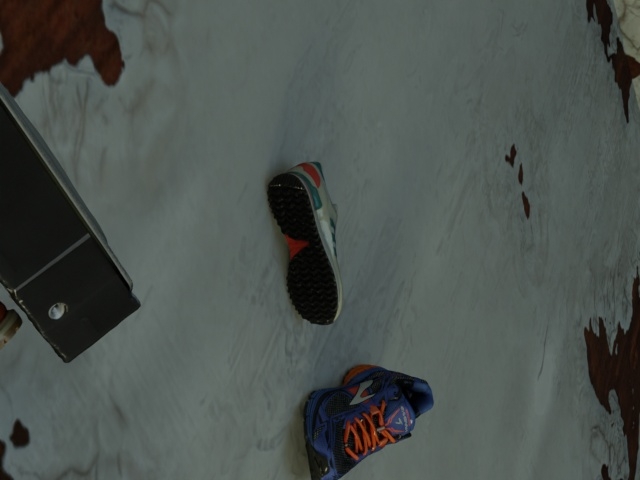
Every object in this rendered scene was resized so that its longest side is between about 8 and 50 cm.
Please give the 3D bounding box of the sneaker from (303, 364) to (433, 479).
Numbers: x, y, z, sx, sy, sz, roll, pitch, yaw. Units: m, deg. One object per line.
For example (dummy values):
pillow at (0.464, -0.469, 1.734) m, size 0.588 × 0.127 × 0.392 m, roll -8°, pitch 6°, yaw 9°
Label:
sneaker at (0.047, 0.176, 1.530) m, size 0.221 × 0.087 × 0.083 m, roll -39°, pitch 122°, yaw -60°

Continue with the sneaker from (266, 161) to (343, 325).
sneaker at (0.000, 0.000, 1.478) m, size 0.075 × 0.057 × 0.161 m, roll -40°, pitch 121°, yaw -52°

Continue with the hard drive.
hard drive at (-0.234, -0.109, 0.803) m, size 0.064 × 0.237 × 0.339 m, roll -39°, pitch 133°, yaw -10°

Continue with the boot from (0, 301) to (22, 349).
boot at (-0.245, 0.050, 0.845) m, size 0.059 × 0.158 × 0.084 m, roll -76°, pitch 146°, yaw -64°
